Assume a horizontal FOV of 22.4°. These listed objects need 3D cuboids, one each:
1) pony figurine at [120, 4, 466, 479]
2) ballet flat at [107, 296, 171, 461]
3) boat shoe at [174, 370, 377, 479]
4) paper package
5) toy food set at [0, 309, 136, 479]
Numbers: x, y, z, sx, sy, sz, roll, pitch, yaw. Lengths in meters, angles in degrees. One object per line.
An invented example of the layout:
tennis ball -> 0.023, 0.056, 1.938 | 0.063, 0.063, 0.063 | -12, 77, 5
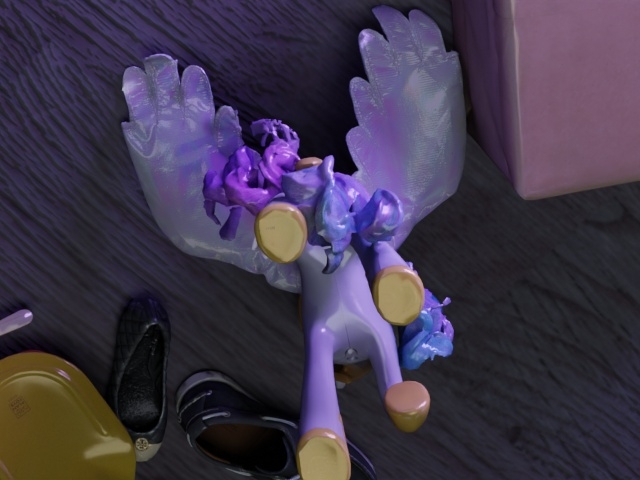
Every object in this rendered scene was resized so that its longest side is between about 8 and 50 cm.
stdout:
pony figurine -> 0.000, 0.000, 1.351 | 0.302, 0.363, 0.351 | -11, 102, -1
ballet flat -> -0.169, 0.134, 1.503 | 0.057, 0.049, 0.173 | -2, 116, -12
boat shoe -> -0.038, 0.211, 1.560 | 0.233, 0.079, 0.084 | 31, 103, -27
paper package -> 0.285, -0.220, 1.380 | 0.324, 0.168, 0.309 | -11, 116, -8
toy food set -> -0.261, 0.171, 1.476 | 0.128, 0.071, 0.218 | -35, 93, -14
